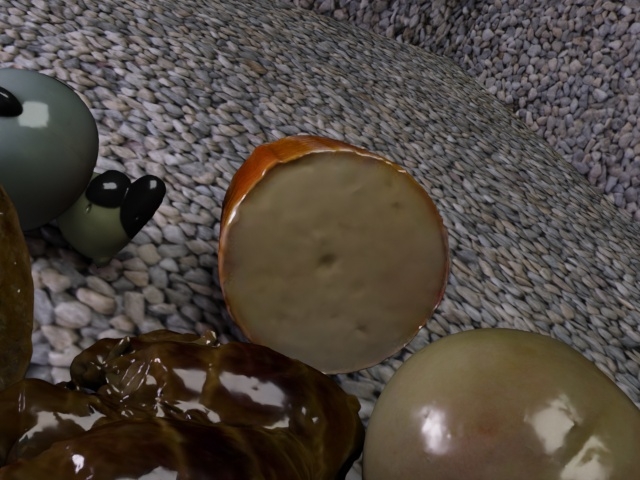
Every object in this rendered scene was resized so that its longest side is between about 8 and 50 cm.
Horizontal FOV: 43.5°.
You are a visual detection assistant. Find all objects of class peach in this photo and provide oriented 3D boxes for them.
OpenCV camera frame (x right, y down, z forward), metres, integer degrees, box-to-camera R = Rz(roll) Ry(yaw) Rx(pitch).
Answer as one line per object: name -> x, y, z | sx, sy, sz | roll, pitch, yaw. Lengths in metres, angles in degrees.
peach -> 0.156, 0.223, 0.676 | 0.247, 0.292, 0.292 | 9, 31, -8

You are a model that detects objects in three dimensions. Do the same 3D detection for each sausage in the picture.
sausage -> 0.000, 0.000, 0.899 | 0.233, 0.233, 0.287 | 25, 7, -9

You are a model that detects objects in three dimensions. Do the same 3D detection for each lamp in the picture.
lamp -> -0.307, -0.079, 0.881 | 0.244, 0.198, 0.198 | 35, 21, -31

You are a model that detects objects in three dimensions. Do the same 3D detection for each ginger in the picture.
ginger -> -0.122, 0.173, 0.650 | 0.274, 0.152, 0.357 | 35, 26, 11

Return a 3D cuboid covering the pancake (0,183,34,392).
pancake -> -0.363, 0.003, 0.622 | 0.356, 0.065, 0.356 | 47, 25, -30
